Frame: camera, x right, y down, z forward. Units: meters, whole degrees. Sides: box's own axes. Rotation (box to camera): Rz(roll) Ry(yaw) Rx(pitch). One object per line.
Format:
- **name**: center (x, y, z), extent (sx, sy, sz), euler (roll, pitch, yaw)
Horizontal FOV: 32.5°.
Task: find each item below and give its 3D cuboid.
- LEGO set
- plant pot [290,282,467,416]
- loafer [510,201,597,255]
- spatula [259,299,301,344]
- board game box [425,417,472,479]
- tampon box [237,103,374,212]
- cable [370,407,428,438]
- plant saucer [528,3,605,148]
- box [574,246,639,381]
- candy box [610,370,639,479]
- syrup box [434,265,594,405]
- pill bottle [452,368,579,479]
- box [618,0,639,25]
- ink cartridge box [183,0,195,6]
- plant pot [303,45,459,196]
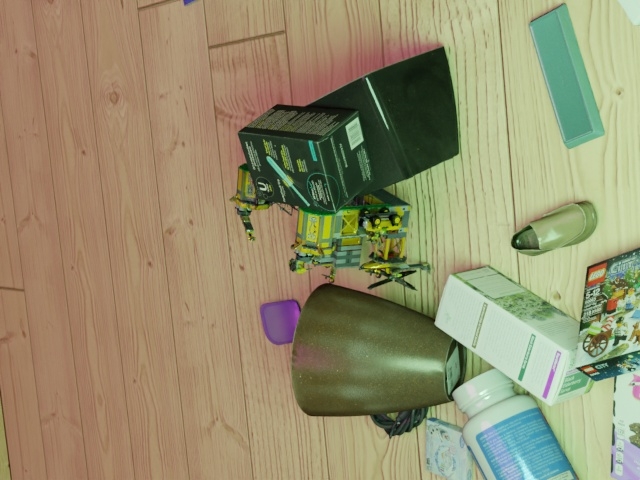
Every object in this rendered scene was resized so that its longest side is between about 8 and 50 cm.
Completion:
- **LEGO set**: center (0.000, 0.000, 1.797), extent (0.331, 0.255, 0.192), euler (29, 119, 48)
- **plant pot**: center (0.104, 0.185, 1.719), extent (0.230, 0.215, 0.215), euler (5, 103, 26)
- **loafer**: center (0.327, -0.011, 1.549), extent (0.148, 0.050, 0.056), euler (-36, 71, 48)
- **spatula**: center (-0.009, 0.141, 2.004), extent (0.296, 0.030, 0.084), euler (-13, 89, 50)
- **board game box**: center (0.210, 0.345, 1.791), extent (0.090, 0.020, 0.090), euler (14, 108, 49)
- **tampon box**: center (-0.021, -0.126, 1.640), extent (0.161, 0.101, 0.120), euler (12, 129, 39)
- **cable**: center (0.133, 0.247, 1.851), extent (0.150, 0.047, 0.184), euler (11, 102, 44)
- **plant saucer**: center (0.337, -0.226, 1.518), extent (0.067, 0.018, 0.192), euler (-23, 81, 50)
- **box**: center (0.429, 0.075, 1.373), extent (0.233, 0.044, 0.159), euler (-27, 39, 47)
- **candy box**: center (0.464, 0.230, 1.418), extent (0.165, 0.070, 0.196), euler (12, 106, 50)
- **syrup box**: center (0.287, 0.134, 1.594), extent (0.237, 0.093, 0.096), euler (36, 124, 40)
- **pill bottle**: center (0.284, 0.303, 1.611), extent (0.124, 0.124, 0.221), euler (-46, 63, 45)
- **box**: center (0.406, -0.355, 1.275), extent (0.119, 0.182, 0.181), euler (-51, 60, 44)
- **ink cartridge box**: center (-0.243, -0.580, 2.122), extent (0.206, 0.045, 0.208), euler (-11, 91, 50)
- **plant pot**: center (0.105, -0.174, 1.695), extent (0.187, 0.188, 0.167), euler (-19, 96, 50)
